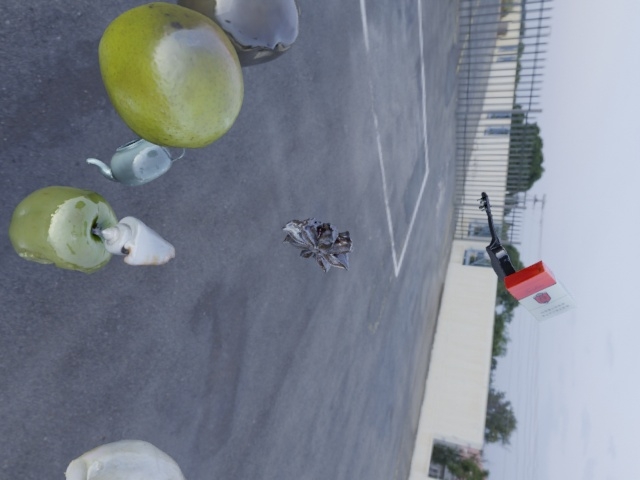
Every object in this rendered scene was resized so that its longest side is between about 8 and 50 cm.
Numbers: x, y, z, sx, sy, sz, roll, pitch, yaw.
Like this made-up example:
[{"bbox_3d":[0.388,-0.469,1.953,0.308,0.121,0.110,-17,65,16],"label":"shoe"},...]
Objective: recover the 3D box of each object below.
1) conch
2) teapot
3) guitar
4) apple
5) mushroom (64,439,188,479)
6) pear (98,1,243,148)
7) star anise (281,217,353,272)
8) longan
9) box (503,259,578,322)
[{"bbox_3d":[-0.403,0.013,0.979,0.094,0.104,0.176,-58,141,-16],"label":"conch"},{"bbox_3d":[-0.576,-0.260,1.405,0.193,0.294,0.130,-122,-172,-63],"label":"teapot"},{"bbox_3d":[0.436,-0.002,1.100,0.271,0.038,0.084,61,2,-25],"label":"guitar"},{"bbox_3d":[-0.717,-0.031,1.235,0.279,0.278,0.280,6,90,-68],"label":"apple"},{"bbox_3d":[-0.315,0.448,0.795,0.123,0.094,0.351,-52,143,-26],"label":"mushroom"},{"bbox_3d":[-0.132,-0.162,0.414,0.140,0.104,0.141,10,69,-28],"label":"pear"},{"bbox_3d":[0.001,0.001,1.375,0.109,0.235,0.223,-60,170,-30],"label":"star anise"},{"bbox_3d":[-0.205,-0.587,1.134,0.350,0.288,0.289,-50,140,-48],"label":"longan"},{"bbox_3d":[0.532,0.126,1.058,0.152,0.100,0.048,41,33,-19],"label":"box"}]
